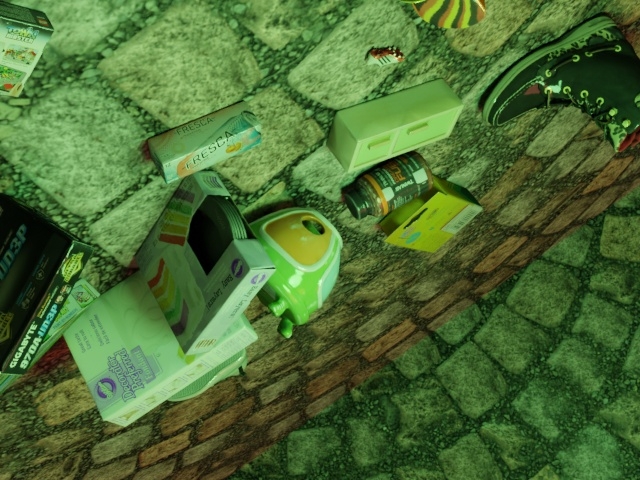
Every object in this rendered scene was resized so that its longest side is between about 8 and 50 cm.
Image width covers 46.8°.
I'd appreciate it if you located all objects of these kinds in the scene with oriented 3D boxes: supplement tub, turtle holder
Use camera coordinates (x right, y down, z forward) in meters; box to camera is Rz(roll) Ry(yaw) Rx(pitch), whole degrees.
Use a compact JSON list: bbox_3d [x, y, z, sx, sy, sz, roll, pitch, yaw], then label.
[{"bbox_3d":[0.156,-0.121,1.712,0.198,0.106,0.106,-29,156,-13],"label":"supplement tub"},{"bbox_3d":[-0.061,0.067,1.623,0.227,0.243,0.320,-44,141,-15],"label":"turtle holder"}]

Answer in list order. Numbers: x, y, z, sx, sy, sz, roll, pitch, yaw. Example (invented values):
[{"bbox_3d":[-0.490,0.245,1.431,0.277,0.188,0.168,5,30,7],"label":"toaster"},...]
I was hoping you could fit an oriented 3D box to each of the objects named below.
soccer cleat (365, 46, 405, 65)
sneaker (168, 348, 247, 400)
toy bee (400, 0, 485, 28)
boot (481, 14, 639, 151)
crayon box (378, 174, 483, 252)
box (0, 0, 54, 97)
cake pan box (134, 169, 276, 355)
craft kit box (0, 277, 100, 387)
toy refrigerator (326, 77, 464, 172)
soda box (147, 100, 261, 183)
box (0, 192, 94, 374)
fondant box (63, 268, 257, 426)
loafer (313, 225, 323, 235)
[{"bbox_3d":[0.120,-0.337,1.365,0.083,0.029,0.035,-10,155,-37],"label":"soccer cleat"},{"bbox_3d":[-0.312,0.383,2.075,0.256,0.094,0.151,-29,159,-8],"label":"sneaker"},{"bbox_3d":[0.119,-0.430,1.073,0.162,0.298,0.195,-15,-158,26],"label":"toy bee"},{"bbox_3d":[0.590,-0.315,1.678,0.377,0.284,0.138,-33,156,-5],"label":"boot"},{"bbox_3d":[0.294,-0.070,2.012,0.202,0.081,0.319,-44,155,20],"label":"crayon box"},{"bbox_3d":[-0.428,-0.233,0.853,0.207,0.036,0.114,1,138,-52],"label":"box"},{"bbox_3d":[-0.218,0.038,1.366,0.070,0.245,0.267,-4,143,-49],"label":"cake pan box"},{"bbox_3d":[-0.544,0.203,1.352,0.250,0.061,0.246,-43,-176,18],"label":"craft kit box"},{"bbox_3d":[0.156,-0.234,1.517,0.270,0.094,0.102,-21,153,-25],"label":"toy refrigerator"},{"bbox_3d":[-0.192,-0.165,1.243,0.183,0.063,0.058,-26,155,-17],"label":"soda box"},{"bbox_3d":[-0.459,0.064,1.105,0.220,0.175,0.051,-61,154,0],"label":"box"},{"bbox_3d":[-0.330,0.183,1.502,0.330,0.238,0.096,-34,156,-1],"label":"fondant box"},{"bbox_3d":[0.000,0.000,1.801,0.050,0.056,0.148,-35,157,17],"label":"loafer"}]
